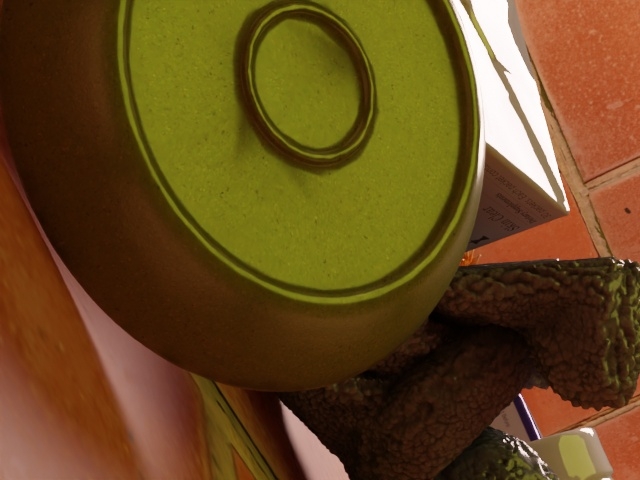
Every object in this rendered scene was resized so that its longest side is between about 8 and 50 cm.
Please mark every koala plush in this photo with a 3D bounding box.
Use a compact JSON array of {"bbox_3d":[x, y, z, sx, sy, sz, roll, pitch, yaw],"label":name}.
[{"bbox_3d":[0.067,0.125,0.874,0.196,0.203,0.221,172,-86,-84],"label":"koala plush"}]

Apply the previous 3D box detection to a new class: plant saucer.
[{"bbox_3d":[-0.014,-0.060,0.653,0.037,0.241,0.241,-16,-77,51],"label":"plant saucer"}]

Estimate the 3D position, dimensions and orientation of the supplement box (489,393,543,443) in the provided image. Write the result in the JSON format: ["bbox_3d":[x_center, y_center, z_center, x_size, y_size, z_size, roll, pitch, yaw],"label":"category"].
[{"bbox_3d":[0.155,0.230,1.311,0.220,0.114,0.111,58,8,-38],"label":"supplement box"}]

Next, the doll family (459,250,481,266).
[{"bbox_3d":[0.103,0.033,1.605,0.263,0.118,0.163,-93,158,-74],"label":"doll family"}]

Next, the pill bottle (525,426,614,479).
[{"bbox_3d":[0.163,0.260,0.985,0.152,0.152,0.272,42,29,-74],"label":"pill bottle"}]

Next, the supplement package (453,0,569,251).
[{"bbox_3d":[0.006,-0.114,0.884,0.262,0.145,0.204,29,45,-57],"label":"supplement package"}]
